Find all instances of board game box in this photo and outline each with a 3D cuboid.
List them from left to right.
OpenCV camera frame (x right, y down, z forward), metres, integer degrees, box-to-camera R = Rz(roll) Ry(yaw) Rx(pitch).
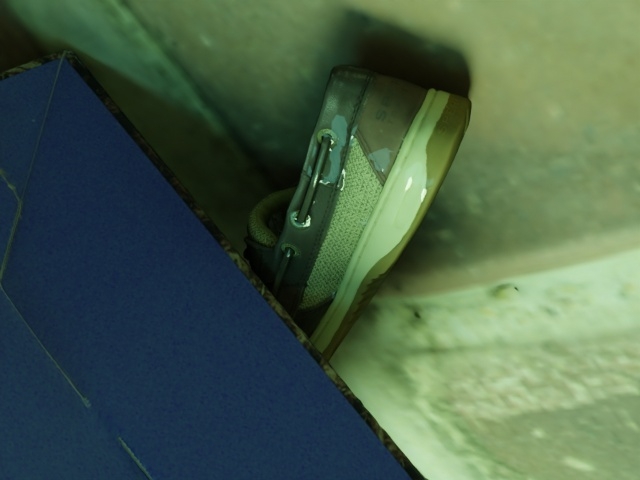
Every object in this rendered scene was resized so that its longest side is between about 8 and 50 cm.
[{"bbox_3d":[-0.107,0.122,0.441,0.232,0.141,0.291,50,145,16],"label":"board game box"}]

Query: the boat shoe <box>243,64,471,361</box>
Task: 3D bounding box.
[{"bbox_3d":[0.000,0.000,0.392,0.049,0.056,0.152,31,132,2],"label":"boat shoe"}]
